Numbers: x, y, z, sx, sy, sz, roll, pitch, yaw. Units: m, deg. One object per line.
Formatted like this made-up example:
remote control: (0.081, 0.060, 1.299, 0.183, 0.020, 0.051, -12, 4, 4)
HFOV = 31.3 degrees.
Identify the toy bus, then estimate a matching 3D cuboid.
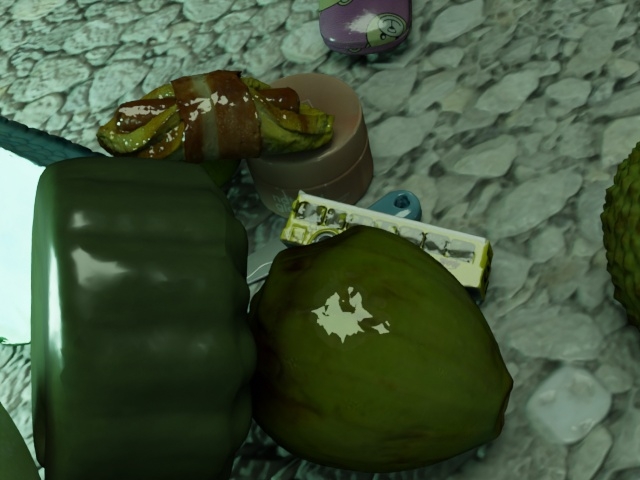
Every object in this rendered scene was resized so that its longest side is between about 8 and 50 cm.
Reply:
toy bus: (0.072, 0.010, 1.239, 0.226, 0.081, 0.074, 14, 81, 17)

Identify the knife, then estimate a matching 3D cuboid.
knife: (0.000, -0.002, 1.320, 0.244, 0.032, 0.058, -20, 55, 2)

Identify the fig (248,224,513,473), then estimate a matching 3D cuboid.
fig: (0.057, 0.112, 1.092, 0.271, 0.239, 0.239, 23, 57, -2)

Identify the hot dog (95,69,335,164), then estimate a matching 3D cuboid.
hot dog: (-0.114, -0.141, 1.248, 0.261, 0.093, 0.123, -7, 29, -13)

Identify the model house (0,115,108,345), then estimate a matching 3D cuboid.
model house: (-0.344, -0.034, 1.344, 0.261, 0.226, 0.241, 22, 23, 23)

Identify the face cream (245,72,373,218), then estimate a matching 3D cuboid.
face cream: (-0.016, -0.111, 1.355, 0.149, 0.104, 0.149, -6, 51, 8)

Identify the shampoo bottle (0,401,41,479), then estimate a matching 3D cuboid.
shampoo bottle: (-0.425, 0.268, 1.012, 0.317, 0.322, 0.322, -30, 51, 3)

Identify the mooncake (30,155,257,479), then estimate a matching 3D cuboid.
mooncake: (-0.175, 0.086, 1.072, 0.187, 0.351, 0.351, -1, 49, -15)

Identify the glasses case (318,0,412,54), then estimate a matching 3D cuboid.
glasses case: (0.062, -0.372, 1.561, 0.123, 0.076, 0.316, -5, 51, 8)

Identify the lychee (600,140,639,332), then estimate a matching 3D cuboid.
lychee: (0.404, 0.005, 1.078, 0.270, 0.270, 0.320, -11, 17, 4)

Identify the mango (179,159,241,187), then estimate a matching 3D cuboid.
mango: (-0.151, -0.116, 1.393, 0.119, 0.100, 0.178, -7, 38, 3)
